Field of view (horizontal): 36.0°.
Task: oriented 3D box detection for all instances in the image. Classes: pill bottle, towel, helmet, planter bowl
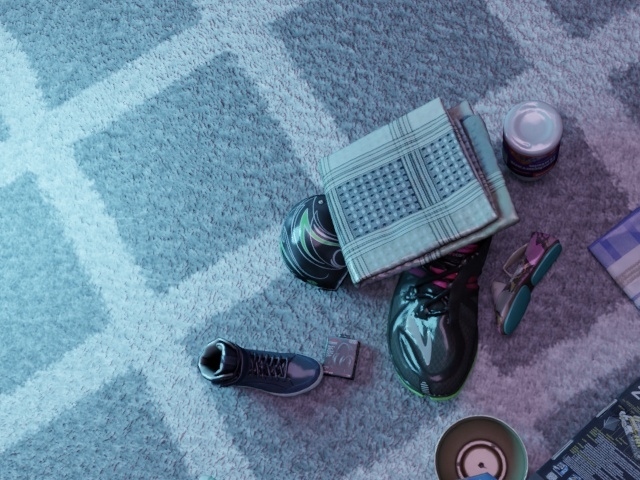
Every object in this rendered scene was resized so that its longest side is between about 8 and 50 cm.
[{"bbox_3d":[0.399,-0.180,1.866,0.108,0.193,0.108,-3,74,9],"label":"pill bottle"},{"bbox_3d":[0.664,0.056,1.821,0.209,0.034,0.285,-39,65,5],"label":"towel"},{"bbox_3d":[0.000,0.000,1.899,0.161,0.169,0.169,33,81,3],"label":"helmet"},{"bbox_3d":[0.286,0.399,1.759,0.162,0.109,0.162,-3,73,8],"label":"planter bowl"},{"bbox_3d":[0.167,-0.098,1.774,0.324,0.056,0.312,-23,51,11],"label":"towel"}]

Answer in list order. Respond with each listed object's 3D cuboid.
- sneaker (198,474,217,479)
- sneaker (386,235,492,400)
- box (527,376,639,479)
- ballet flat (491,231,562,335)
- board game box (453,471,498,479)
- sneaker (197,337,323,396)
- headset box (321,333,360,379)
[{"bbox_3d":[-0.131,0.538,1.795,0.151,0.094,0.256,-19,81,10],"label":"sneaker"},{"bbox_3d":[0.221,0.052,1.823,0.185,0.202,0.483,6,75,12],"label":"sneaker"},{"bbox_3d":[0.573,0.457,1.619,0.318,0.097,0.395,-37,60,-21],"label":"box"},{"bbox_3d":[0.374,0.077,1.866,0.079,0.077,0.221,24,74,34],"label":"ballet flat"},{"bbox_3d":[0.290,0.555,1.564,0.291,0.141,0.232,35,108,35],"label":"board game box"},{"bbox_3d":[-0.118,0.237,1.838,0.226,0.163,0.086,0,73,14],"label":"sneaker"},{"bbox_3d":[0.040,0.221,1.893,0.062,0.032,0.083,9,77,12],"label":"headset box"}]
